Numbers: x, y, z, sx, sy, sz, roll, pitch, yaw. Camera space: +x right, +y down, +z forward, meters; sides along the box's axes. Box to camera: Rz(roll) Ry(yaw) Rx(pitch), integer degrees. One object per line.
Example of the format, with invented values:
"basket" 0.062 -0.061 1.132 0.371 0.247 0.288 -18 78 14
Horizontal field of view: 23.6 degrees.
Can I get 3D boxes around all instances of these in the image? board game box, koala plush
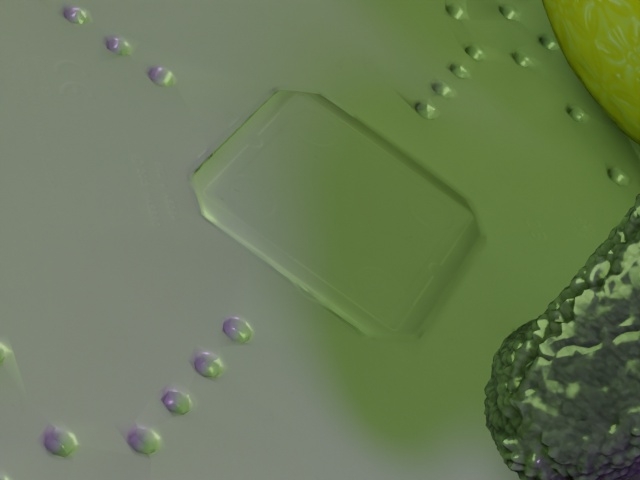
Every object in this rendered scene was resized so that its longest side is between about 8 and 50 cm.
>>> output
"board game box" 0.000 0.000 0.660 0.050 0.389 0.390 -56 41 40
"koala plush" 0.195 0.033 0.585 0.196 0.221 0.203 33 95 13

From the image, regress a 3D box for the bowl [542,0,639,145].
"bowl" 0.210 -0.140 0.645 0.289 0.156 0.290 6 105 24
